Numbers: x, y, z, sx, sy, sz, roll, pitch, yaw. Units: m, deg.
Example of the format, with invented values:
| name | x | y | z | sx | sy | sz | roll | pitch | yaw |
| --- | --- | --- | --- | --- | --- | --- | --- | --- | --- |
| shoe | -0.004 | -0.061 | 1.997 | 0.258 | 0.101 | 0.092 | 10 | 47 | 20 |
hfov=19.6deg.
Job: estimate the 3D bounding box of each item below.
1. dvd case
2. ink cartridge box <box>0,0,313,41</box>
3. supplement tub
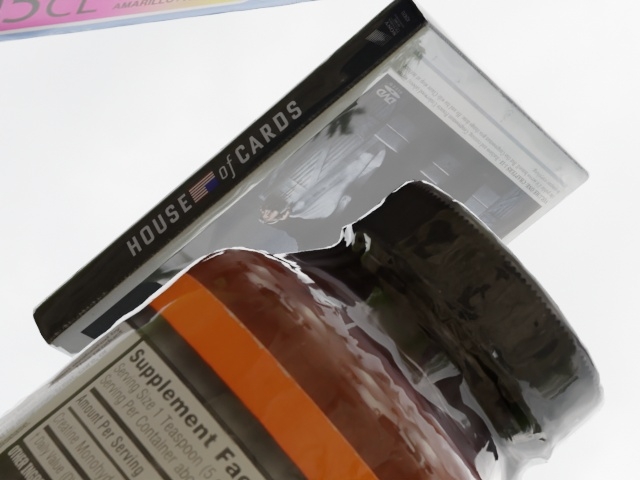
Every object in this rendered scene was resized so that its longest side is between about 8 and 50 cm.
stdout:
| name | x | y | z | sx | sy | sz | roll | pitch | yaw |
| --- | --- | --- | --- | --- | --- | --- | --- | --- | --- |
| dvd case | 0.000 | 0.000 | 0.921 | 0.239 | 0.179 | 0.029 | -40 | -128 | 13 |
| ink cartridge box | -0.048 | -0.236 | 0.599 | 0.151 | 0.270 | 0.395 | 66 | -29 | 22 |
| supplement tub | -0.031 | 0.074 | 0.411 | 0.198 | 0.106 | 0.106 | -39 | -110 | -9 |
